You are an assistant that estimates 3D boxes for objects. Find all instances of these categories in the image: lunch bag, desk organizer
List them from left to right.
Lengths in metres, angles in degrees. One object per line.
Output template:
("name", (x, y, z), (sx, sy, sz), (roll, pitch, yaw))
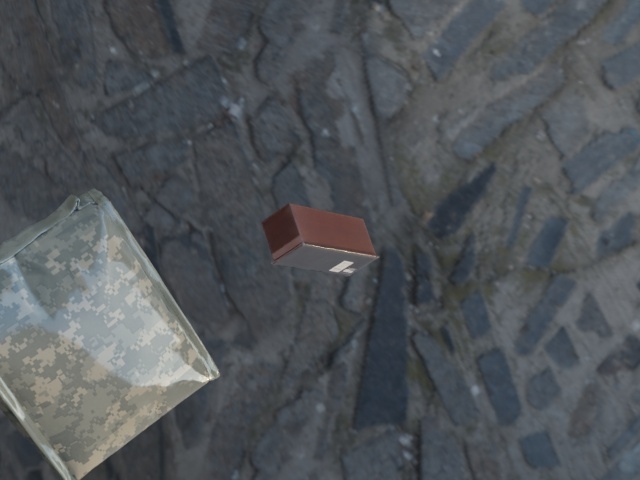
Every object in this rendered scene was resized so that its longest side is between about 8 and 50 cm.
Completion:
("lunch bag", (-0.298, 0.103, 1.396), (0.235, 0.169, 0.287), (-37, 124, -18))
("desk organizer", (0.000, 0.000, 1.258), (0.047, 0.050, 0.130), (-33, 154, 31))
